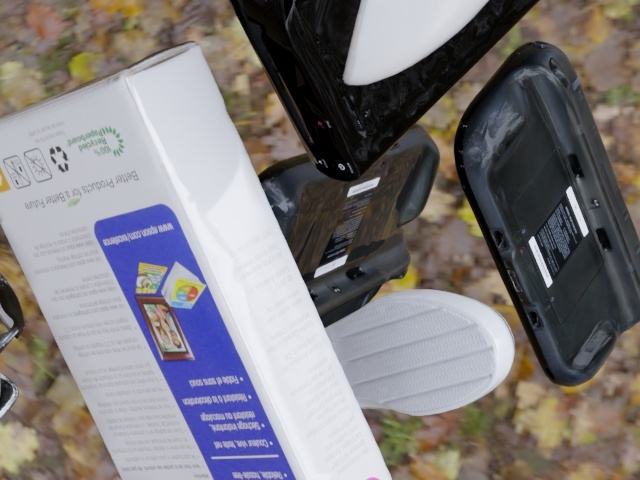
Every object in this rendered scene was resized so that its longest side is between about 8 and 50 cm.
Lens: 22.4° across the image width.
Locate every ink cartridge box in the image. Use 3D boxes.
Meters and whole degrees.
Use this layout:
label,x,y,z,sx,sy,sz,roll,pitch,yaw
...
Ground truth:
label,x,y,z,sx,sy,sz,roll,pitch,yaw
ink cartridge box,-0.063,0.084,0.906,0.069,0.175,0.371,-29,101,-39

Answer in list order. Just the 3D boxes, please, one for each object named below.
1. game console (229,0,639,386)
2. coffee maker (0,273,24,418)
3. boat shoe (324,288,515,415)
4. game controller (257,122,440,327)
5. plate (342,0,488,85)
label,x,y,z,sx,sy,sz,roll,pitch,yaw
game console,0.093,-0.062,0.869,0.213,0.044,0.361,-44,126,-25
coffee maker,-0.292,0.036,1.089,0.171,0.178,0.120,16,43,10
boat shoe,0.079,0.107,1.602,0.119,0.335,0.121,-14,91,-41
game controller,0.000,0.000,1.231,0.067,0.319,0.166,21,109,21
plate,0.108,-0.211,0.540,0.045,0.278,0.277,29,57,7
